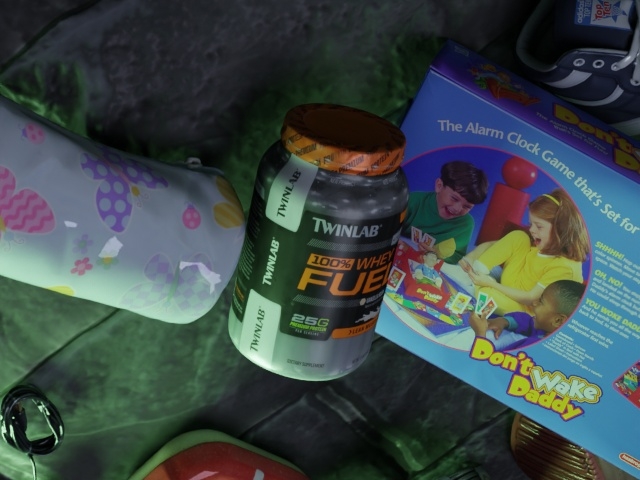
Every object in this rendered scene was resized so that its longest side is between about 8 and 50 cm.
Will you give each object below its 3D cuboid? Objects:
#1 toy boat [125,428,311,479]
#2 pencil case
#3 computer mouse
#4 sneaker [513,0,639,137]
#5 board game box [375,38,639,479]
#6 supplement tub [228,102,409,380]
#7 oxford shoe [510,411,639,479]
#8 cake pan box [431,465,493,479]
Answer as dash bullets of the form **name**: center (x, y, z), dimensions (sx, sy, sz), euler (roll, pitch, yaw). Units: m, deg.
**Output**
- **toy boat**: center (-0.083, 0.293, 1.166), dimensions (0.151, 0.151, 0.231), euler (-43, 136, 15)
- **pencil case**: center (-0.182, -0.026, 0.837), dimensions (0.273, 0.113, 0.124), euler (19, 100, -40)
- **computer mouse**: center (-0.268, 0.221, 1.087), dimensions (0.071, 0.041, 0.242), euler (-15, 129, -29)
- **sneaker**: center (0.279, -0.161, 0.898), dimensions (0.153, 0.099, 0.282), euler (26, 151, -37)
- **board game box**: center (0.196, 0.026, 0.963), dimensions (0.347, 0.078, 0.233), euler (29, 121, 3)
- **supplement tub**: center (0.000, 0.000, 0.904), dimensions (0.117, 0.117, 0.190), euler (-2, 120, -27)
- **oxford shoe**: center (0.319, 0.255, 1.405), dimensions (0.130, 0.123, 0.348), euler (-48, 140, -19)
- **cake pan box**: center (0.077, 0.350, 1.303), dimensions (0.267, 0.070, 0.246), euler (-41, 164, 13)
